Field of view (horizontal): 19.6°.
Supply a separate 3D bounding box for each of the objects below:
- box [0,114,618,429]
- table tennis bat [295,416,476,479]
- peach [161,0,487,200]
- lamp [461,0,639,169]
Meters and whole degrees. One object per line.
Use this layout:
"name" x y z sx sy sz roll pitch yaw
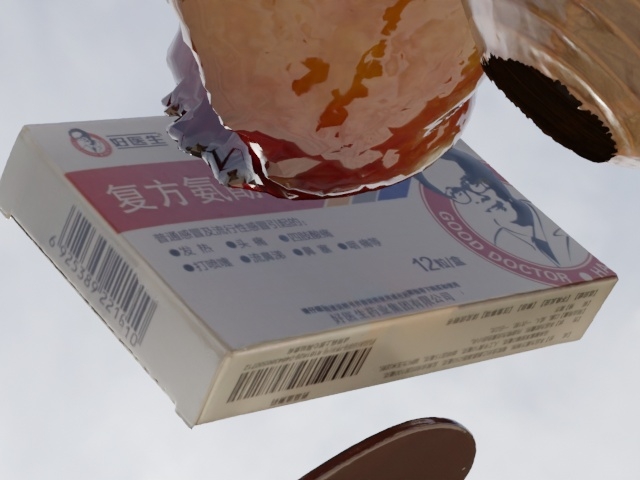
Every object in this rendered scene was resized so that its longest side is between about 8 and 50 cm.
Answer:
"box" 0.000 0.000 1.156 0.353 0.214 0.069 -6 -48 -46
"table tennis bat" -0.022 0.192 1.128 0.274 0.021 0.154 -33 -30 1
"peach" 0.013 -0.235 0.881 0.310 0.335 0.406 -21 -95 -7
"lamp" 0.111 -0.089 0.597 0.136 0.136 0.136 -16 -55 -24
